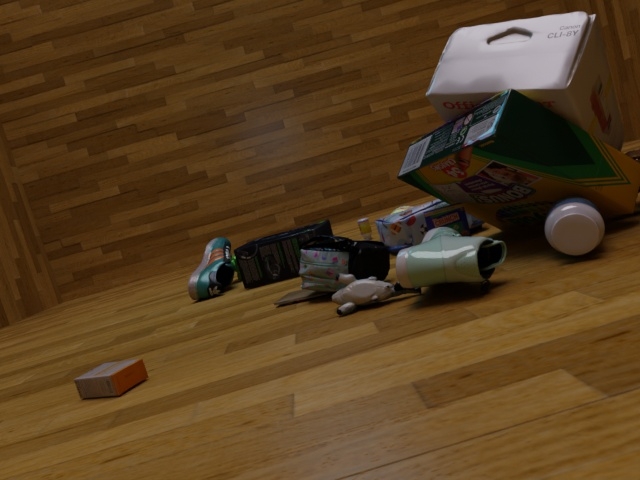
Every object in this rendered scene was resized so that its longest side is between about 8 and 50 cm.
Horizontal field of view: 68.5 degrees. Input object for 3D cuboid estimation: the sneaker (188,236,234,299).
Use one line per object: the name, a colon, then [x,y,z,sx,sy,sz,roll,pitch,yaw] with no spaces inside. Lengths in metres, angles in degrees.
sneaker: [-0.335,0.091,1.585,0.121,0.108,0.302,-4,34,11]

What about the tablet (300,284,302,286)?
tablet: [-0.007,0.104,1.210,0.054,0.006,0.083,-11,8,42]

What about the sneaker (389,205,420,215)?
sneaker: [0.364,-0.099,1.846,0.208,0.081,0.094,-15,7,11]

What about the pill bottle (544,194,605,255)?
pill bottle: [0.423,-0.025,0.787,0.087,0.087,0.160,-13,5,28]

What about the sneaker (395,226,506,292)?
sneaker: [0.244,0.028,0.797,0.151,0.094,0.256,-5,8,32]

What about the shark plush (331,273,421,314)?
shark plush: [0.094,0.086,0.834,0.161,0.073,0.067,-20,-26,14]

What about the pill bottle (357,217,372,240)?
pill bottle: [0.173,-0.043,1.806,0.043,0.083,0.043,-16,5,1]

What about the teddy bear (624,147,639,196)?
teddy bear: [0.692,-0.108,0.881,0.245,0.113,0.338,-23,12,4]

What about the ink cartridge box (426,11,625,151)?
ink cartridge box: [0.439,-0.261,0.988,0.279,0.160,0.385,13,-14,44]

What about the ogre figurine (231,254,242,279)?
ogre figurine: [-0.265,0.083,1.706,0.197,0.097,0.118,35,38,24]

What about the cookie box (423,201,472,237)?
cookie box: [0.293,-0.024,1.076,0.092,0.107,0.040,-16,5,10]

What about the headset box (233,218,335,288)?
headset box: [-0.091,0.037,1.503,0.283,0.131,0.246,-14,6,15]

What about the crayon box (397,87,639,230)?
crayon box: [0.384,-0.138,0.976,0.313,0.106,0.363,25,-10,-13]

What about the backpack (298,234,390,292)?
backpack: [0.036,0.052,0.981,0.182,0.115,0.152,-1,-7,35]

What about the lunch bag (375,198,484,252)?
lunch bag: [0.317,-0.057,1.358,0.303,0.115,0.243,-17,3,-2]

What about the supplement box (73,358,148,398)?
supplement box: [-0.340,0.225,0.764,0.098,0.036,0.062,-13,6,29]

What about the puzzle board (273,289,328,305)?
puzzle board: [-0.030,0.122,1.064,0.128,0.011,0.096,-14,4,19]
